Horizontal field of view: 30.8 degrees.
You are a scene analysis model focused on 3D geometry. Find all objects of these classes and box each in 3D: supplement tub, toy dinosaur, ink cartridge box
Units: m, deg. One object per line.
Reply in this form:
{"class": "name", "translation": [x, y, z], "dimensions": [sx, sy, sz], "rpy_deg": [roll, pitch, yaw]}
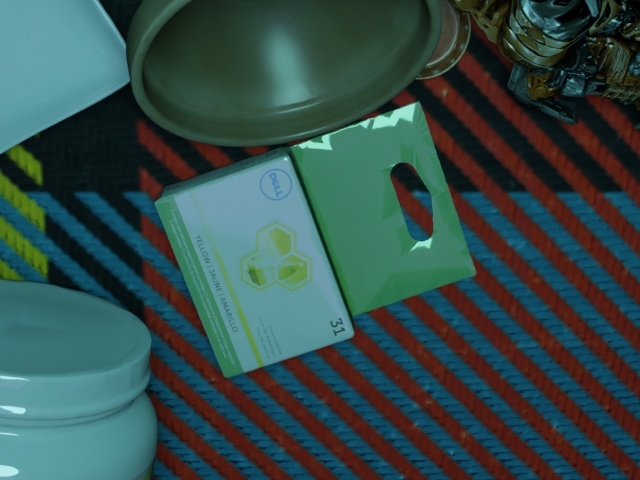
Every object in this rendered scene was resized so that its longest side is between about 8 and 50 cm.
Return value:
{"class": "supplement tub", "translation": [-0.262, 0.221, 0.948], "dimensions": [0.241, 0.241, 0.331], "rpy_deg": [10, 105, -4]}
{"class": "toy dinosaur", "translation": [0.196, -0.189, 0.878], "dimensions": [0.322, 0.164, 0.218], "rpy_deg": [8, 134, -37]}
{"class": "ink cartridge box", "translation": [0.000, 0.000, 0.989], "dimensions": [0.235, 0.056, 0.171], "rpy_deg": [-18, 105, 6]}

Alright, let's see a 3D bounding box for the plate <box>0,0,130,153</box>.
{"class": "plate", "translation": [-0.330, -0.187, 0.932], "dimensions": [0.277, 0.045, 0.278], "rpy_deg": [-29, 104, 7]}

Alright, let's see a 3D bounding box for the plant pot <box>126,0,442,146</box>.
{"class": "plant pot", "translation": [-0.035, -0.179, 0.882], "dimensions": [0.237, 0.237, 0.109], "rpy_deg": [-15, 65, 3]}

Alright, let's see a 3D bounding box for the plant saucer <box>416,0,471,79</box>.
{"class": "plant saucer", "translation": [0.082, -0.175, 0.961], "dimensions": [0.083, 0.013, 0.083], "rpy_deg": [0, 106, -1]}
